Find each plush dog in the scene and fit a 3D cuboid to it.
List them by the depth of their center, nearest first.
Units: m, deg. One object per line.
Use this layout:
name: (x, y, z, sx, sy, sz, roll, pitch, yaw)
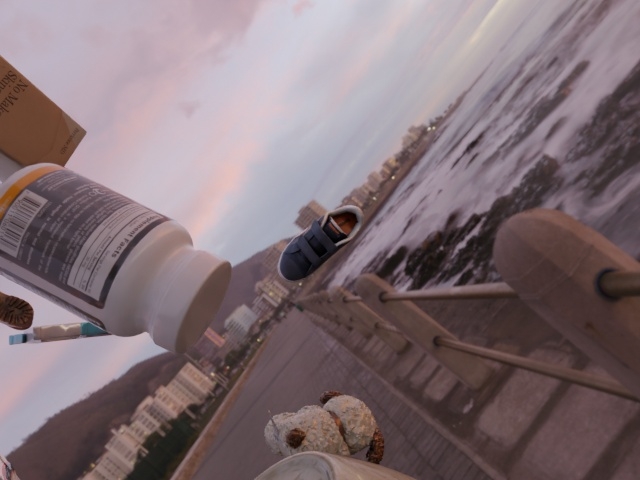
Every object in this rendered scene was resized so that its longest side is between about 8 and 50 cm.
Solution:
plush dog: (0.020, 0.436, 1.112, 0.225, 0.262, 0.210, -19, -46, -29)

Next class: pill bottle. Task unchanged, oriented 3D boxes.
pill bottle: (-0.267, 0.025, 0.629, 0.162, 0.279, 0.162, -63, -7, -13)

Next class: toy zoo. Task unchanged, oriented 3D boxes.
toy zoo: (-0.549, 0.209, 1.138, 0.293, 0.030, 0.192, -1, -12, -29)

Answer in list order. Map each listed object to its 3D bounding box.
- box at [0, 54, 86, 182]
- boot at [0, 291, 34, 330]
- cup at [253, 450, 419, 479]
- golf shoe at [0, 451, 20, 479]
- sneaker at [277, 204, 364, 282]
box: (-0.581, -0.232, 0.828, 0.121, 0.311, 0.148, -2, 58, 32)
boot: (-0.587, 0.113, 0.871, 0.059, 0.158, 0.084, -63, 10, -29)
cup: (0.020, 0.336, 0.434, 0.331, 0.237, 0.331, -37, 11, 9)
golf shoe: (-0.266, 0.204, 0.364, 0.105, 0.273, 0.120, -8, -60, -46)
sneaker: (0.000, 0.000, 1.497, 0.321, 0.126, 0.127, -43, 0, -11)
